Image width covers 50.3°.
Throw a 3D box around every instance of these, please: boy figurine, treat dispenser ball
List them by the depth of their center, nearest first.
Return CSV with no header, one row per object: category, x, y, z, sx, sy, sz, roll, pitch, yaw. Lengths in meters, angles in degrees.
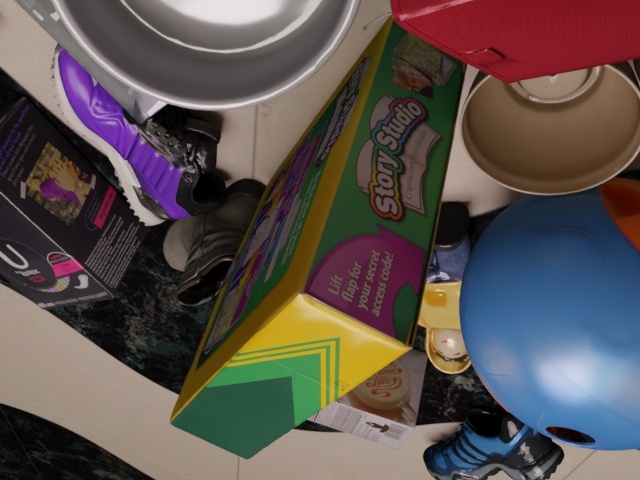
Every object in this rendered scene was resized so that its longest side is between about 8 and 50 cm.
treat dispenser ball,0.294,0.074,0.728,0.288,0.288,0.288,11,140,9
boy figurine,0.160,0.075,0.940,0.177,0.092,0.285,-1,134,17

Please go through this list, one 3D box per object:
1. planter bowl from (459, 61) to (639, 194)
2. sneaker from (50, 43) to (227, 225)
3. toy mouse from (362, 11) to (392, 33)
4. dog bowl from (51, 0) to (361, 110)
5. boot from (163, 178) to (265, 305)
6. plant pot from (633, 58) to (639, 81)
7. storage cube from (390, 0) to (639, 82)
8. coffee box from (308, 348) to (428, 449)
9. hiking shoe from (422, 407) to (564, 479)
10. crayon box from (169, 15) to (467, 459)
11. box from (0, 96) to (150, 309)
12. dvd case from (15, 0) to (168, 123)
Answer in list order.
planter bowl,0.219,-0.138,0.651,0.162,0.109,0.162,10,140,8
sneaker,-0.196,-0.137,0.828,0.146,0.102,0.293,-2,142,18
toy mouse,0.088,-0.245,0.627,0.161,0.031,0.143,37,128,-12
dog bowl,-0.094,-0.252,0.581,0.265,0.104,0.265,0,128,-1
boot,-0.170,0.023,0.945,0.083,0.161,0.246,38,137,-22
plant pot,0.353,-0.169,0.534,0.167,0.167,0.165,27,147,-11
storage cube,0.172,-0.223,0.434,0.193,0.183,0.215,-3,176,37
coffee box,0.037,0.227,1.124,0.247,0.141,0.098,19,141,1
hiking shoe,0.291,0.360,1.237,0.304,0.113,0.132,-28,92,49
crayon box,0.000,0.000,0.695,0.106,0.363,0.313,29,140,-13
box,-0.406,-0.041,0.974,0.165,0.143,0.270,-12,132,31
dvd case,-0.152,-0.245,0.670,0.239,0.029,0.179,-31,123,18
